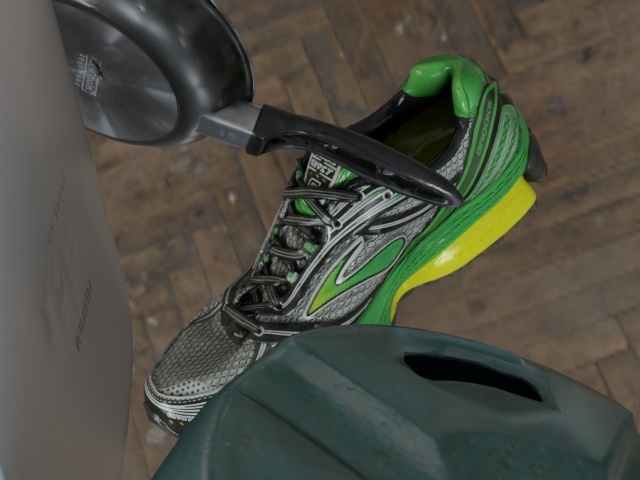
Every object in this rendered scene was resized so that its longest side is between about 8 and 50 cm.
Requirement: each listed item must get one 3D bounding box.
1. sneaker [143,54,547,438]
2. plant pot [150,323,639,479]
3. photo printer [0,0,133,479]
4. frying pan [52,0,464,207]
[{"bbox_3d":[0.000,0.000,0.979,0.343,0.146,0.134,-45,46,-9],"label":"sneaker"},{"bbox_3d":[0.005,0.229,0.445,0.341,0.341,0.334,42,117,26],"label":"plant pot"},{"bbox_3d":[-0.158,0.027,0.606,0.107,0.307,0.256,-6,36,4],"label":"photo printer"},{"bbox_3d":[-0.087,-0.084,0.885,0.326,0.197,0.053,39,60,-21],"label":"frying pan"}]
